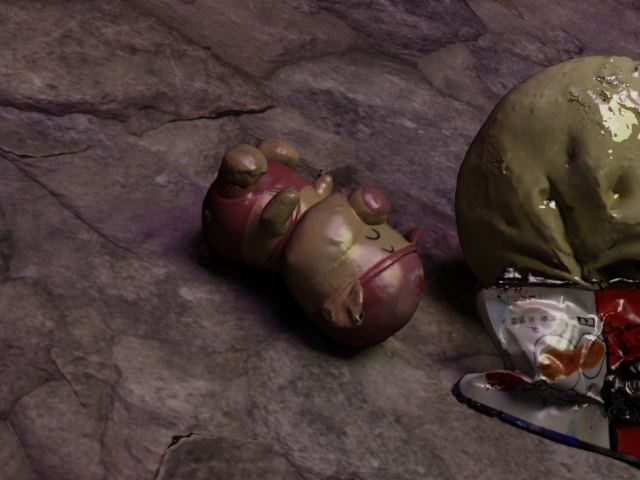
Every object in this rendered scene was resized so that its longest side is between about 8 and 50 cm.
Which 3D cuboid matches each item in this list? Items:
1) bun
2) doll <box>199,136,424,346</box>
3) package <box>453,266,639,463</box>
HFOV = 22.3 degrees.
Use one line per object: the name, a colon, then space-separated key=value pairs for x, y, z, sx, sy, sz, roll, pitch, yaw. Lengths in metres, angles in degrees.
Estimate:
bun: x=0.313 y=-0.029 z=1.807 sx=0.326 sy=0.362 sz=0.234 roll=-17 pitch=40 yaw=13
doll: x=0.001 y=-0.002 z=1.717 sx=0.256 sy=0.152 sz=0.196 roll=38 pitch=47 yaw=10
package: x=0.282 y=0.130 z=1.721 sx=0.269 sy=0.194 sz=0.071 roll=9 pitch=12 yaw=-8
